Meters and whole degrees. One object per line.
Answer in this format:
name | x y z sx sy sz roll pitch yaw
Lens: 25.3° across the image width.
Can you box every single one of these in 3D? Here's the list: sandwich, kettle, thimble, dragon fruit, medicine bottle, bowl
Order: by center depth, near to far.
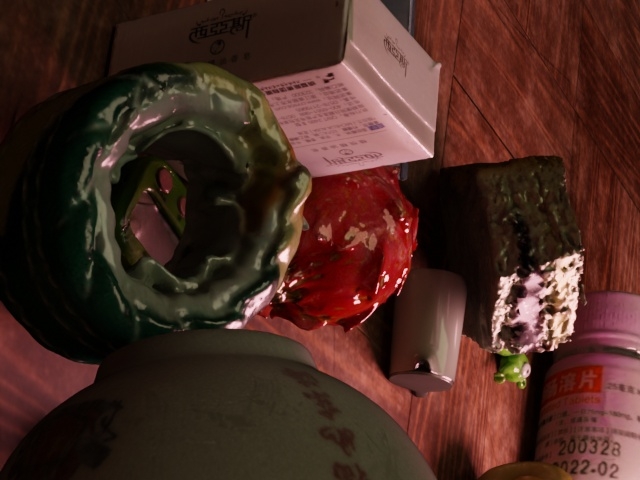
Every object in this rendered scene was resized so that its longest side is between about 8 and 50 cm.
bowl | -0.089 0.191 1.159 0.435 0.434 0.196 31 48 -55
thimble | -0.148 -0.024 1.263 0.288 0.167 0.254 -20 98 -41
dragon fruit | 0.000 0.000 1.569 0.268 0.210 0.205 -33 96 -52
kettle | 0.136 0.123 1.904 0.098 0.127 0.148 16 70 -25
sandwich | 0.256 0.021 1.940 0.325 0.131 0.262 -171 -105 -81
medicine bottle | 0.462 0.291 2.305 0.219 0.219 0.388 49 45 -46

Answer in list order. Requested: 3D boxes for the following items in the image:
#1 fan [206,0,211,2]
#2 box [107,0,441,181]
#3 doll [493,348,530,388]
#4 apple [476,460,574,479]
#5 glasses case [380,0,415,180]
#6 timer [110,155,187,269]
fan | -0.058 -0.168 1.680 0.310 0.010 0.182 60 36 -35
box | -0.046 -0.151 1.425 0.203 0.274 0.116 39 49 -52
doll | 0.277 0.156 2.178 0.190 0.050 0.115 60 30 -33
apple | 0.288 0.405 2.016 0.200 0.200 0.200 19 68 -58
glasses case | 0.062 -0.211 1.779 0.056 0.105 0.266 -80 172 -77
timer | -0.166 -0.006 1.416 0.140 0.047 0.128 58 37 -36
